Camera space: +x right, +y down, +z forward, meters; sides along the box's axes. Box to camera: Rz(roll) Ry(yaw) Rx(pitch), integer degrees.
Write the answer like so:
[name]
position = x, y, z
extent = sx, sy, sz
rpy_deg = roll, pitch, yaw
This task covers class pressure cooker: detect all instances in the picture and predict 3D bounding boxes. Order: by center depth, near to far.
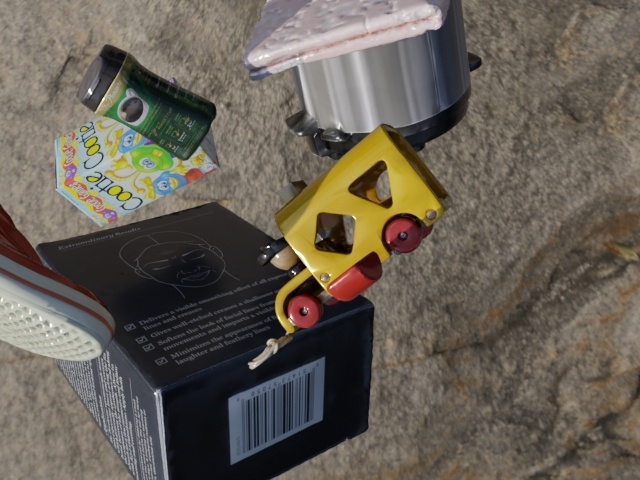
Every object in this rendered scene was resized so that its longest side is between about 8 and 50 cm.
[pressure cooker]
position = 0.115, -0.364, 1.445
extent = 0.370, 0.375, 0.420
rpy_deg = 1, 127, 25

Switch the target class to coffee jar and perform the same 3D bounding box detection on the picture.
[coffee jar]
position = -0.250, -0.199, 1.020
extent = 0.184, 0.079, 0.096
rpy_deg = 29, 123, -23

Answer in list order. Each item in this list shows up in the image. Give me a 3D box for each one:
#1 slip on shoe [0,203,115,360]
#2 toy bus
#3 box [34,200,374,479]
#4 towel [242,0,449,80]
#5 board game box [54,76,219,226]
[slip on shoe]
position = -0.281, -0.026, 0.517
extent = 0.331, 0.101, 0.123
rpy_deg = 32, 149, 9
[toy bus]
position = 0.010, -0.008, 0.585
extent = 0.104, 0.202, 0.191
rpy_deg = 53, 150, 4
[box]
position = -0.166, 0.132, 0.955
extent = 0.293, 0.395, 0.212
rpy_deg = -17, 122, -33
[towel]
position = 0.054, -0.387, 1.099
extent = 0.317, 0.332, 0.053
rpy_deg = -10, 134, 24
[board game box]
position = -0.358, -0.168, 1.376
extent = 0.275, 0.142, 0.144
rpy_deg = -25, 143, 11
